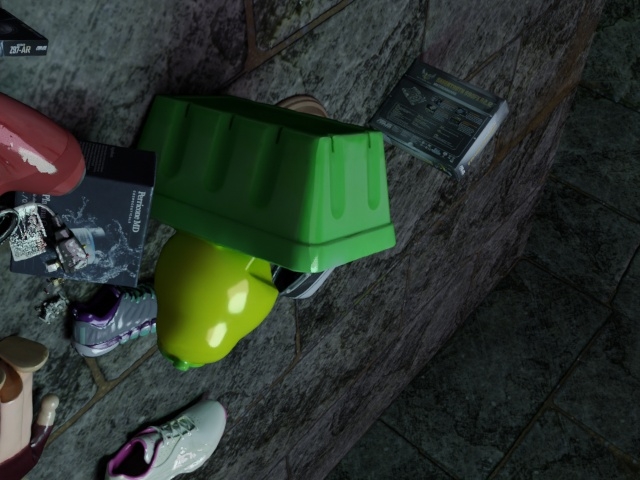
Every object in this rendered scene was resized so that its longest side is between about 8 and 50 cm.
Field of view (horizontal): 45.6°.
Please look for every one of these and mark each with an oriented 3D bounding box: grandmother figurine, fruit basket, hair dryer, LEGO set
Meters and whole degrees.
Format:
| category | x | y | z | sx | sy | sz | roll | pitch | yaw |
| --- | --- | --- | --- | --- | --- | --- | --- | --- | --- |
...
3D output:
| category | x | y | z | sx | sy | sz | roll | pitch | yaw |
| --- | --- | --- | --- | --- | --- | --- | --- | --- | --- |
| grandmother figurine | -0.476 | 0.310 | 1.137 | 0.207 | 0.104 | 0.343 | -21 | 136 | -38 |
| fruit basket | -0.109 | -0.005 | 1.094 | 0.283 | 0.392 | 0.392 | -16 | 134 | -55 |
| hair dryer | -0.337 | -0.039 | 0.774 | 0.223 | 0.080 | 0.294 | -34 | 136 | -41 |
| LEGO set | -0.389 | 0.092 | 1.113 | 0.054 | 0.023 | 0.083 | -34 | 148 | -39 |

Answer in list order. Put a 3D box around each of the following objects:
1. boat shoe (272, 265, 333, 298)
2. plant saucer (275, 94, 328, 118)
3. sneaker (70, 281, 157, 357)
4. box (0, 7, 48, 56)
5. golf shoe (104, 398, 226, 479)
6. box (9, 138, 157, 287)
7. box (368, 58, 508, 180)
| category | x | y | z | sx | sy | sz | roll | pitch | yaw |
| --- | --- | --- | --- | --- | --- | --- | --- | --- | --- |
| boat shoe | -0.003 | -0.003 | 1.601 | 0.306 | 0.113 | 0.105 | -48 | 153 | 20 |
| plant saucer | -0.067 | -0.134 | 1.407 | 0.278 | 0.041 | 0.278 | -41 | 150 | -30 |
| sneaker | -0.298 | 0.101 | 1.225 | 0.223 | 0.083 | 0.098 | -32 | 141 | -41 |
| box | -0.331 | -0.213 | 0.777 | 0.067 | 0.083 | 0.018 | -19 | 138 | -51 |
| golf shoe | -0.311 | 0.421 | 1.555 | 0.306 | 0.115 | 0.140 | -40 | 148 | -33 |
| box | -0.295 | -0.037 | 0.952 | 0.158 | 0.093 | 0.156 | 8 | 122 | -15 |
| box | 0.244 | -0.256 | 1.593 | 0.183 | 0.231 | 0.056 | -54 | 152 | -7 |
